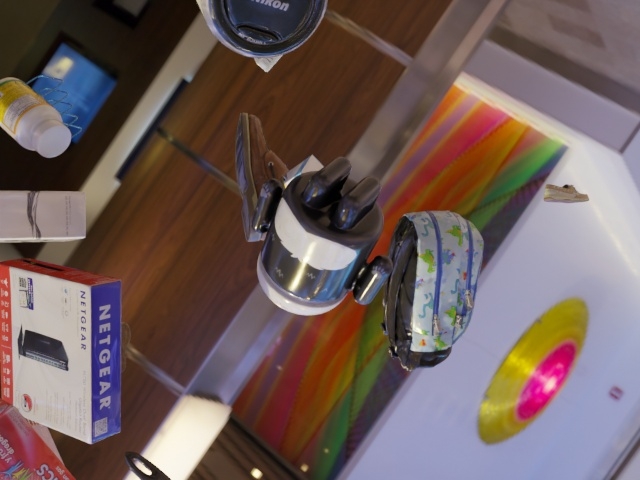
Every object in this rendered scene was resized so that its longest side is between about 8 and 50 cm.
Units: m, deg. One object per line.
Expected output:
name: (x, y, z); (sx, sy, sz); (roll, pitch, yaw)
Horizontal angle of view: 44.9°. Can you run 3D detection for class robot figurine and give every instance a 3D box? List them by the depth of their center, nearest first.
robot figurine: (0.000, -0.002, 1.267); (0.173, 0.278, 0.209); (0, -133, -27)

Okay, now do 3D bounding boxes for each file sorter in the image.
file sorter: (-0.769, -0.368, 2.200); (0.118, 0.104, 0.170); (17, 136, 28)

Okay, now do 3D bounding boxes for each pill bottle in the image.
pill bottle: (-0.681, -0.284, 1.813); (0.208, 0.117, 0.117); (38, -177, 25)

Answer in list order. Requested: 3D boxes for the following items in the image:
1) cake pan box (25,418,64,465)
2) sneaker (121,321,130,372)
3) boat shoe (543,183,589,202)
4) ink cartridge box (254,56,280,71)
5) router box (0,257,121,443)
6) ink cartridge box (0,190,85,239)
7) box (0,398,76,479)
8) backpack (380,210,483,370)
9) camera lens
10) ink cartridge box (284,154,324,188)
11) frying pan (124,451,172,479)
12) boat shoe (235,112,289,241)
cake pan box: (-0.676, 0.572, 1.816); (0.070, 0.245, 0.267); (-6, -133, -43)
sneaker: (-0.471, 0.247, 1.771); (0.042, 0.118, 0.067); (21, 153, -38)
boat shoe: (0.599, -0.115, 1.878); (0.135, 0.045, 0.050); (2, 175, -31)
ink cartridge box: (-0.116, -0.615, 2.267); (0.045, 0.223, 0.224); (38, -167, -26)
router box: (-0.556, 0.224, 1.643); (0.301, 0.335, 0.082); (8, -169, 33)
ink cartridge box: (-0.708, -0.054, 1.824); (0.273, 0.114, 0.198); (-1, 178, -28)
box: (-0.473, 0.409, 1.235); (0.154, 0.142, 0.300); (-3, 124, 56)
backpack: (0.269, 0.096, 1.925); (0.290, 0.273, 0.355); (-99, -3, -67)
camera lens: (-0.119, -0.466, 1.375); (0.219, 0.219, 0.274); (33, -162, -34)
ink cartridge box: (-0.053, -0.146, 2.090); (0.092, 0.143, 0.090); (45, -137, -17)
frying pan: (-0.157, 0.446, 1.106); (0.326, 0.053, 0.197); (27, -141, -23)
boat shoe: (-0.123, -0.138, 1.691); (0.104, 0.307, 0.111); (-2, 160, -15)
